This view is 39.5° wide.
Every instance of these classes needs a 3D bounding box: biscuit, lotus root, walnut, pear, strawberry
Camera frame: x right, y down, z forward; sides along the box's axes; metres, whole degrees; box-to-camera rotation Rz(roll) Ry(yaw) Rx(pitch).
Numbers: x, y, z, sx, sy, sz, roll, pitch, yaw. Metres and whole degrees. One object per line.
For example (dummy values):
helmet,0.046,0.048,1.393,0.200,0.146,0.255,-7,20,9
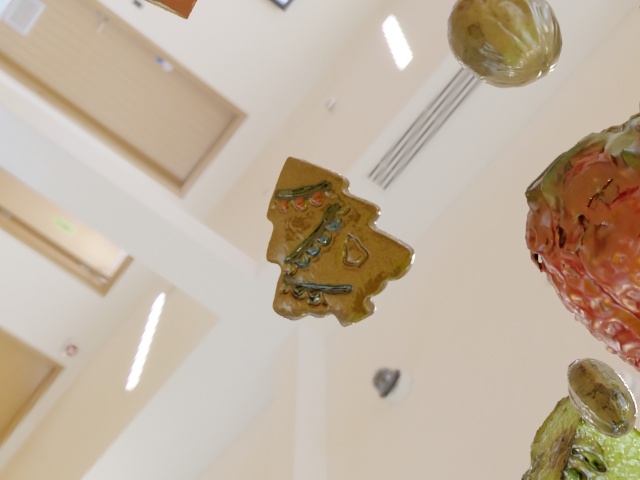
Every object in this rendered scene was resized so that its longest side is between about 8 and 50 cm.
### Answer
biscuit,-0.001,0.000,1.497,0.278,0.301,0.043,-29,173,27
lotus root,0.427,0.236,1.352,0.081,0.089,0.179,-17,-157,-2
walnut,0.244,-0.274,1.185,0.140,0.140,0.162,-53,-143,6
pear,0.531,0.440,1.671,0.164,0.255,0.238,131,-19,-67
strawberry,0.311,0.010,0.655,0.238,0.288,0.250,-39,176,-22

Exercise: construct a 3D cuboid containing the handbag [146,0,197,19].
handbag,-0.185,-0.347,1.070,0.190,0.063,0.127,35,-81,50
